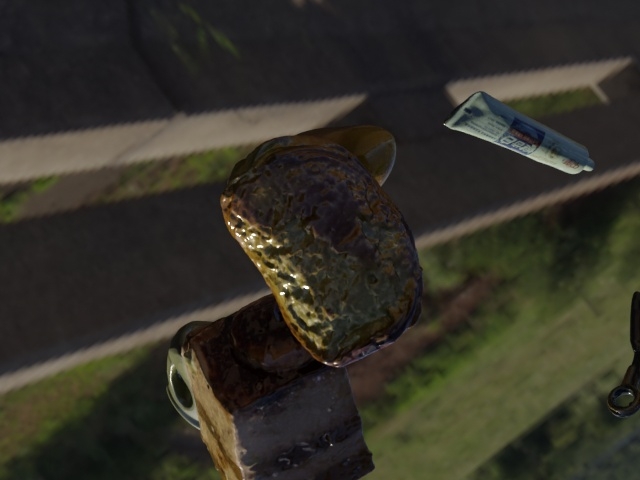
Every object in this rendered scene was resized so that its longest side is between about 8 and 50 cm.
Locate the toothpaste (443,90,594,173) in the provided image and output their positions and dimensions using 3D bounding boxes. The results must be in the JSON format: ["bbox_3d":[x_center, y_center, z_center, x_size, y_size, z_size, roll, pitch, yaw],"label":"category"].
[{"bbox_3d":[0.244,-0.122,1.776,0.233,0.038,0.060,19,129,-37],"label":"toothpaste"}]

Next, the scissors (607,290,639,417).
[{"bbox_3d":[0.419,0.144,1.971,0.088,0.017,0.220,-10,-142,19],"label":"scissors"}]

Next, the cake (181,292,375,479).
[{"bbox_3d":[-0.065,0.204,2.003,0.199,0.196,0.293,-21,132,-11],"label":"cake"}]

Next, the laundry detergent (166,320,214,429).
[{"bbox_3d":[-0.156,0.234,2.372,0.253,0.181,0.091,97,9,-52],"label":"laundry detergent"}]

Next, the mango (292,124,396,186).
[{"bbox_3d":[-0.001,-0.078,1.824,0.253,0.113,0.138,-27,-157,44],"label":"mango"}]

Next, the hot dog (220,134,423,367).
[{"bbox_3d":[0.002,0.001,1.651,0.175,0.259,0.114,-27,-171,21],"label":"hot dog"}]
